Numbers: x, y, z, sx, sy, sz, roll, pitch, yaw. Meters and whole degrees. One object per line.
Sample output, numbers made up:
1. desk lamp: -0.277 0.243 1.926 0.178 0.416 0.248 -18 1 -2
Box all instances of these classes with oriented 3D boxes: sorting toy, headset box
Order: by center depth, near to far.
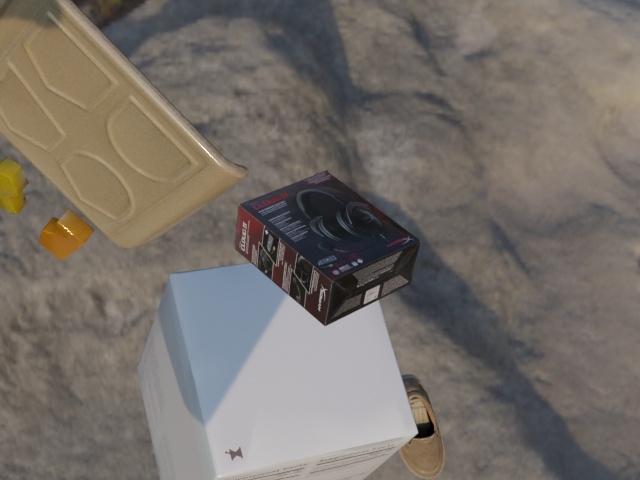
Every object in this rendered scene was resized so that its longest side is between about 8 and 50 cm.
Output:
1. headset box: 0.000 0.000 0.606 0.062 0.032 0.083 -23 48 -35
2. sorting toy: -0.212 -0.085 0.988 0.229 0.307 0.041 42 56 -15

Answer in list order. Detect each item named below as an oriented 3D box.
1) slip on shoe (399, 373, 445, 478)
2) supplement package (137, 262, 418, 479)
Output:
1. slip on shoe: 0.111 0.213 1.294 0.051 0.135 0.041 -15 24 -8
2. supplement package: -0.057 0.159 1.178 0.198 0.263 0.199 -8 67 -20
